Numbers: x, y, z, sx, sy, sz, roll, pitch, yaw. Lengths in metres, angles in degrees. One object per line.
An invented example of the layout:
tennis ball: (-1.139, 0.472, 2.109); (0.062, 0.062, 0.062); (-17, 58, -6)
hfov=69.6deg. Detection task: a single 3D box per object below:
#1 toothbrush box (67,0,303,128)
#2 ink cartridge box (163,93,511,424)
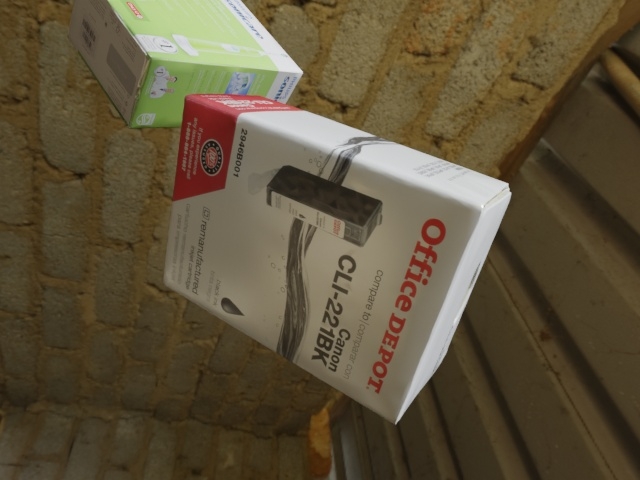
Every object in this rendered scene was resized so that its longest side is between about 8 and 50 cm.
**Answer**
toothbrush box: (-0.202, -0.291, 0.723); (0.206, 0.283, 0.122); (52, -50, 17)
ink cartridge box: (0.000, 0.000, 0.423); (0.114, 0.272, 0.197); (-26, 136, -57)
